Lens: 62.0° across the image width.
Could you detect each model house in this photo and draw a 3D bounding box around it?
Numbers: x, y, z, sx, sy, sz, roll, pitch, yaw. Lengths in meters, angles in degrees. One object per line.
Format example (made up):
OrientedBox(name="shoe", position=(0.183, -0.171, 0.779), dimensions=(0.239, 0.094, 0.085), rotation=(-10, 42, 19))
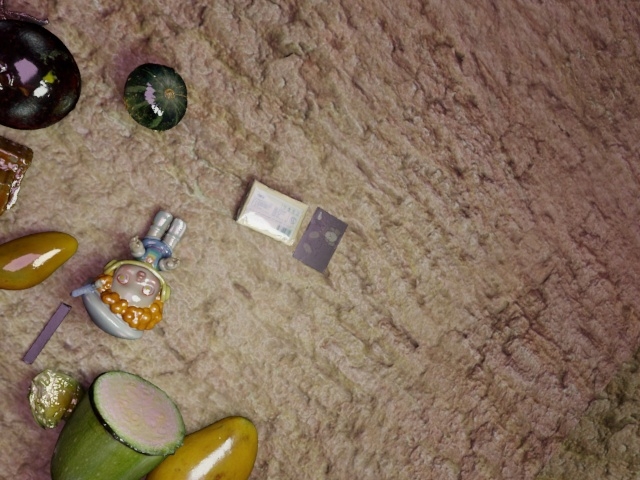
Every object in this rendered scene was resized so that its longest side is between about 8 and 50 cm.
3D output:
OrientedBox(name="model house", position=(-0.870, -0.177, 1.384), dimensions=(0.229, 0.199, 0.219), rotation=(-24, 112, -12))

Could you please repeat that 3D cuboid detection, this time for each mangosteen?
OrientedBox(name="mangosteen", position=(-0.754, -0.417, 1.362), dimensions=(0.288, 0.288, 0.287), rotation=(-1, 93, -19))

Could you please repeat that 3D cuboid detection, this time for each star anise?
OrientedBox(name="star anise", position=(-0.863, -0.592, 1.422), dimensions=(0.208, 0.063, 0.171), rotation=(37, 70, -18))

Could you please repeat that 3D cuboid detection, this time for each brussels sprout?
OrientedBox(name="brussels sprout", position=(-0.745, 0.442, 1.500), dimensions=(0.139, 0.100, 0.180), rotation=(-28, 99, -26))

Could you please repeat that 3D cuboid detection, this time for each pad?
OrientedBox(name="pad", position=(0.000, 0.000, 1.779), dimensions=(0.127, 0.004, 0.190), rotation=(29, 83, -18))

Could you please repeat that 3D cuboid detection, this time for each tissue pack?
OrientedBox(name="tissue pack", position=(-0.157, -0.087, 1.676), dimensions=(0.196, 0.092, 0.148), rotation=(25, 85, -19))

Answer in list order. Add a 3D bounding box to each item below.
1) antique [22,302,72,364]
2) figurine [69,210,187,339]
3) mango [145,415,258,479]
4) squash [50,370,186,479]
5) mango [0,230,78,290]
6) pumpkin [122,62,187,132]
OrientedBox(name="antique", position=(-0.780, 0.264, 1.520), dimensions=(0.031, 0.015, 0.192), rotation=(35, 81, -16))
OrientedBox(name="figurine", position=(-0.503, 0.105, 1.537), dimensions=(0.224, 0.205, 0.381), rotation=(45, 59, -12))
OrientedBox(name="mango", position=(-0.341, 0.682, 1.578), dimensions=(0.378, 0.221, 0.263), rotation=(-41, 125, -19))
OrientedBox(name="squash", position=(-0.590, 0.581, 1.491), dimensions=(0.310, 0.310, 0.308), rotation=(37, 99, -17))
OrientedBox(name="mango", position=(-0.792, 0.055, 1.458), dimensions=(0.254, 0.113, 0.138), rotation=(-24, 96, -23))
OrientedBox(name="pumpkin", position=(-0.470, -0.410, 1.527), dimensions=(0.190, 0.146, 0.190), rotation=(16, 65, -40))
